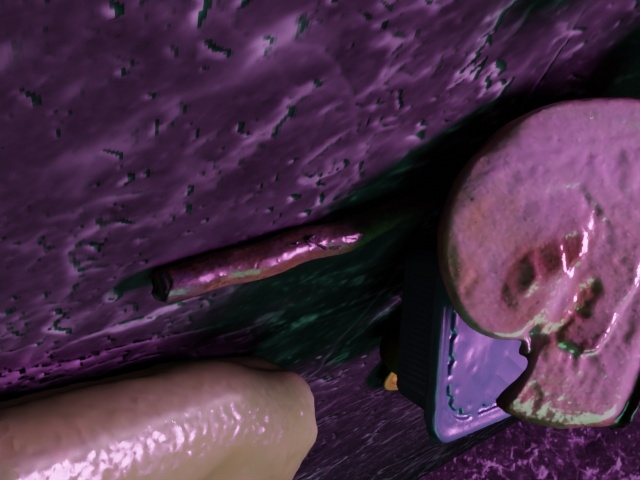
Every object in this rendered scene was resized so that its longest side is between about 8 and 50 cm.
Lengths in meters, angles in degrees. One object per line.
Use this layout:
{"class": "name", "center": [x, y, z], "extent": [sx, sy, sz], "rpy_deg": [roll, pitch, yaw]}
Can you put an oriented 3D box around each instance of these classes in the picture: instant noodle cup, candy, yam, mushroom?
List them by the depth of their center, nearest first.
{"class": "yam", "center": [-0.001, 0.000, 0.594], "extent": [0.234, 0.027, 0.029], "rpy_deg": [-19, 165, -34]}
{"class": "candy", "center": [-0.136, 0.152, 0.626], "extent": [0.343, 0.132, 0.142], "rpy_deg": [-2, 101, -57]}
{"class": "mushroom", "center": [0.153, 0.002, 0.674], "extent": [0.162, 0.173, 0.236], "rpy_deg": [-132, -121, -81]}
{"class": "instant noodle cup", "center": [0.126, 0.067, 0.783], "extent": [0.157, 0.070, 0.179], "rpy_deg": [-10, 109, -44]}

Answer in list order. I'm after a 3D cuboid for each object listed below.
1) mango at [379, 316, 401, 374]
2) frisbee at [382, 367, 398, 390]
{"class": "mango", "center": [0.186, 0.072, 0.915], "extent": [0.267, 0.111, 0.133], "rpy_deg": [-27, 176, 4]}
{"class": "frisbee", "center": [0.173, 0.112, 1.115], "extent": [0.236, 0.017, 0.236], "rpy_deg": [-28, 159, -12]}
